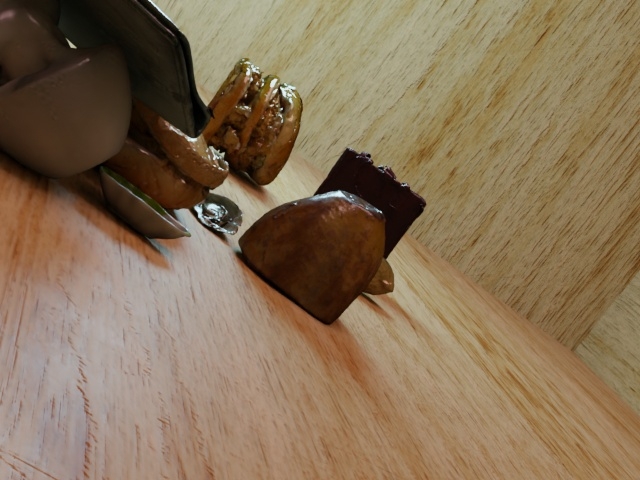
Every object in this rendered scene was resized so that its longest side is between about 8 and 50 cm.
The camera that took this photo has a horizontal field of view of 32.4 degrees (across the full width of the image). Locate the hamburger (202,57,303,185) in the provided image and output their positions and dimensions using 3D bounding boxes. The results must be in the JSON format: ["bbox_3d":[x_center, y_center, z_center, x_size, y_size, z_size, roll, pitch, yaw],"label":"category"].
[{"bbox_3d":[-0.152,-0.257,2.384,0.211,0.245,0.260,27,-30,-9],"label":"hamburger"}]

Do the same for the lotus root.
[{"bbox_3d":[0.000,0.000,1.656,0.199,0.180,0.188,37,11,-6],"label":"lotus root"}]

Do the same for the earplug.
[{"bbox_3d":[-0.359,-0.202,1.267,0.326,0.175,0.214,35,45,13],"label":"earplug"}]

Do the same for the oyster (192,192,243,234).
[{"bbox_3d":[-0.166,-0.037,1.687,0.098,0.037,0.100,19,28,3],"label":"oyster"}]

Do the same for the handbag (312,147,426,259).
[{"bbox_3d":[0.082,-0.060,2.258,0.203,0.216,0.074,34,6,-7],"label":"handbag"}]

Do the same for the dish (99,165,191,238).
[{"bbox_3d":[-0.222,-0.034,1.343,0.137,0.039,0.091,39,2,5],"label":"dish"}]

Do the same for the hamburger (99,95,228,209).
[{"bbox_3d":[-0.247,-0.147,1.536,0.243,0.146,0.286,46,3,19],"label":"hamburger"}]

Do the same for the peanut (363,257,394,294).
[{"bbox_3d":[0.058,0.037,2.064,0.194,0.083,0.093,41,-28,-8],"label":"peanut"}]

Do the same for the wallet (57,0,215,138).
[{"bbox_3d":[-0.235,-0.256,1.302,0.251,0.054,0.290,41,-16,9],"label":"wallet"}]
